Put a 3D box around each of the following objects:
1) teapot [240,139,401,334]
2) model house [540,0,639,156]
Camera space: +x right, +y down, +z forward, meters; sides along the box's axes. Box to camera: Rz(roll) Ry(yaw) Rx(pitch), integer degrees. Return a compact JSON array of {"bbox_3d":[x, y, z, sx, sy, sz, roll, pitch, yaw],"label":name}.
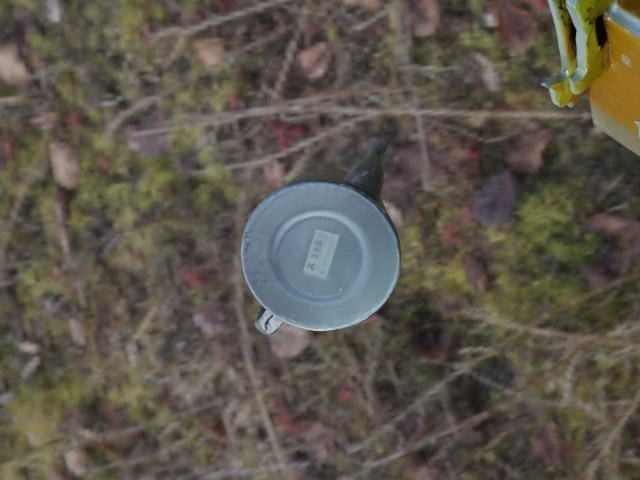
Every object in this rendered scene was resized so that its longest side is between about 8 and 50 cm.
[{"bbox_3d":[0.000,0.000,1.630,0.162,0.149,0.239,30,110,-7],"label":"teapot"},{"bbox_3d":[0.342,-0.196,1.182,0.242,0.313,0.357,40,115,27],"label":"model house"}]
